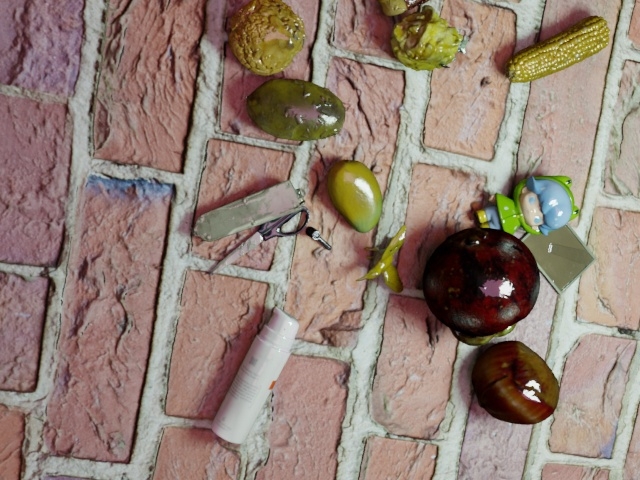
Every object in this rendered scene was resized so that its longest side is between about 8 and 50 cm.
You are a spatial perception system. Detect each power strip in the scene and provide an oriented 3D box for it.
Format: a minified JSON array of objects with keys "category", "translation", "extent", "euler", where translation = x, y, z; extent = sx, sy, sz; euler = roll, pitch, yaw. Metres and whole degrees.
[{"category":"power strip","translation":[-0.179,-0.066,1.565],"extent":[0.286,0.048,0.080],"euler":[-22,87,-3]}]

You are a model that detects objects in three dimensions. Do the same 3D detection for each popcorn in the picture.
[{"category":"popcorn","translation":[0.261,-0.481,1.557],"extent":[0.173,0.173,0.142],"euler":[20,68,-13]}]

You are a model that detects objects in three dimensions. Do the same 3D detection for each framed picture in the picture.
[{"category":"framed picture","translation":[0.659,0.030,1.770],"extent":[0.150,0.015,0.203],"euler":[-44,102,-4]}]

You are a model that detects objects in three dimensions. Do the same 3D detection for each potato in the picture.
[{"category":"potato","translation":[-0.061,-0.316,1.540],"extent":[0.251,0.113,0.149],"euler":[12,92,-12]}]

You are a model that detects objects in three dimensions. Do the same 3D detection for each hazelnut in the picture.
[{"category":"hazelnut","translation":[0.513,0.383,1.696],"extent":[0.229,0.229,0.229],"euler":[-1,96,-11]}]

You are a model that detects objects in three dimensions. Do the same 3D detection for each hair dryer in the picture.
[{"category":"hair dryer","translation":[0.000,0.000,1.627],"extent":[0.026,0.047,0.083],"euler":[-47,117,-3]}]

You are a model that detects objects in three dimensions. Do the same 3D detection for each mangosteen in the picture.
[{"category":"mangosteen","translation":[0.402,0.114,1.600],"extent":[0.311,0.311,0.311],"euler":[-1,96,-11]}]

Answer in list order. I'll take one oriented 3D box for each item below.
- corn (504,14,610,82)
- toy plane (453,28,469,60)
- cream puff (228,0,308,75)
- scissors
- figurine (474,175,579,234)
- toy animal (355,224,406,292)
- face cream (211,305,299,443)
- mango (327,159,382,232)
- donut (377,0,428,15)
[{"category":"corn","translation":[0.618,-0.491,1.666],"extent":[0.313,0.102,0.102],"euler":[-27,100,-5]},{"category":"toy plane","translation":[0.343,-0.506,1.640],"extent":[0.083,0.033,0.080],"euler":[5,110,-11]},{"category":"cream puff","translation":[-0.123,-0.484,1.504],"extent":[0.189,0.129,0.189],"euler":[-1,99,-9]},{"category":"scissors","translation":[-0.161,-0.003,1.603],"extent":[0.300,0.022,0.109],"euler":[-38,98,-4]},{"category":"figurine","translation":[0.543,-0.082,1.680],"extent":[0.263,0.143,0.162],"euler":[-16,93,8]},{"category":"toy animal","translation":[0.149,0.059,1.636],"extent":[0.155,0.095,0.219],"euler":[-20,130,-9]},{"category":"face cream","translation":[-0.157,0.336,1.600],"extent":[0.102,0.102,0.345],"euler":[28,91,-13]},{"category":"mango","translation":[0.089,-0.111,1.604],"extent":[0.130,0.092,0.194],"euler":[-18,104,-10]},{"category":"donut","translation":[0.209,-0.596,1.556],"extent":[0.140,0.140,0.059],"euler":[-26,111,-7]}]
